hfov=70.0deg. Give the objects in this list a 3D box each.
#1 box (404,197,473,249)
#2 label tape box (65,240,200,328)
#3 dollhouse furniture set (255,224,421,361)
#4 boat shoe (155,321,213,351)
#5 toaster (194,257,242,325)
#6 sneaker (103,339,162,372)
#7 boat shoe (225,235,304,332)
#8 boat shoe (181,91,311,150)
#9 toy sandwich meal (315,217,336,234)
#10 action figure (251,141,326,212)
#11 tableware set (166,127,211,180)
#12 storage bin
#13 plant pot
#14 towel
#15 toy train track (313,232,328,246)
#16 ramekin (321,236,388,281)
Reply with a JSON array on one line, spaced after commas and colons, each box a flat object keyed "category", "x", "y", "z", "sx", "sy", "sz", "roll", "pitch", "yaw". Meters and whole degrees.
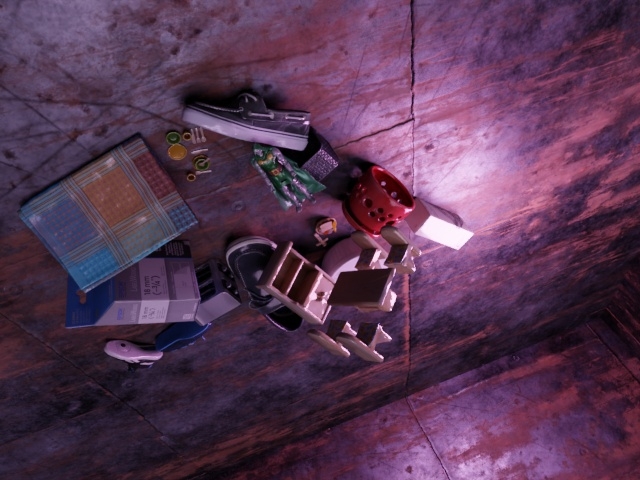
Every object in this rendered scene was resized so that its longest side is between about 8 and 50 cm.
[{"category": "box", "x": 0.439, "y": -0.060, "z": 1.704, "sx": 0.275, "sy": 0.113, "sz": 0.094, "roll": 16, "pitch": 124, "yaw": -39}, {"category": "label tape box", "x": -0.532, "y": 0.114, "z": 1.300, "sx": 0.333, "sy": 0.241, "sz": 0.106, "roll": 1, "pitch": 133, "yaw": -28}, {"category": "dollhouse furniture set", "x": 0.035, "y": 0.126, "z": 1.374, "sx": 0.256, "sy": 0.362, "sz": 0.394, "roll": 40, "pitch": 151, "yaw": -28}, {"category": "boat shoe", "x": -0.489, "y": 0.335, "z": 1.680, "sx": 0.258, "sy": 0.109, "sz": 0.089, "roll": -23, "pitch": 149, "yaw": 22}, {"category": "toaster", "x": -0.369, "y": 0.171, "z": 1.502, "sx": 0.185, "sy": 0.168, "sz": 0.110, "roll": -29, "pitch": 136, "yaw": 3}, {"category": "sneaker", "x": -0.703, "y": 0.436, "z": 1.674, "sx": 0.216, "sy": 0.079, "sz": 0.121, "roll": 22, "pitch": 119, "yaw": -42}, {"category": "boat shoe", "x": -0.171, "y": 0.163, "z": 1.601, "sx": 0.186, "sy": 0.156, "sz": 0.500, "roll": -24, "pitch": 138, "yaw": 1}, {"category": "boat shoe", "x": -0.177, "y": -0.313, "z": 1.148, "sx": 0.335, "sy": 0.121, "sz": 0.119, "roll": 3, "pitch": 108, "yaw": -35}, {"category": "toy sandwich meal", "x": 0.022, "y": -0.046, "z": 1.571, "sx": 0.085, "sy": 0.029, "sz": 0.086, "roll": -14, "pitch": 138, "yaw": -13}, {"category": "action figure", "x": -0.102, "y": -0.167, "z": 1.181, "sx": 0.137, "sy": 0.063, "sz": 0.232, "roll": -33, "pitch": 130, "yaw": 14}, {"category": "tableware set", "x": -0.346, "y": -0.224, "z": 1.206, "sx": 0.104, "sy": 0.024, "sz": 0.154, "roll": -13, "pitch": 138, "yaw": -13}, {"category": "storage bin", "x": -0.052, "y": -0.215, "z": 1.286, "sx": 0.180, "sy": 0.122, "sz": 0.084, "roll": -39, "pitch": 137, "yaw": 16}, {"category": "plant pot", "x": 0.176, "y": -0.113, "z": 1.457, "sx": 0.191, "sy": 0.191, "sz": 0.174, "roll": 18, "pitch": 126, "yaw": -39}, {"category": "towel", "x": -0.538, "y": -0.062, "z": 1.166, "sx": 0.370, "sy": 0.040, "sz": 0.271, "roll": -30, "pitch": 106, "yaw": 4}, {"category": "toy train track", "x": 0.000, "y": 0.000, "z": 1.620, "sx": 0.048, "sy": 0.014, "sz": 0.083, "roll": -32, "pitch": 138, "yaw": 8}, {"category": "ramekin", "x": 0.127, "y": 0.102, "z": 1.704, "sx": 0.272, "sy": 0.127, "sz": 0.273, "roll": -14, "pitch": 138, "yaw": -13}]
